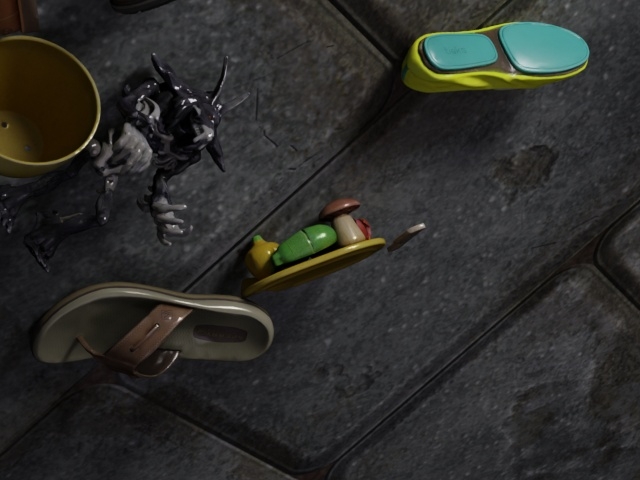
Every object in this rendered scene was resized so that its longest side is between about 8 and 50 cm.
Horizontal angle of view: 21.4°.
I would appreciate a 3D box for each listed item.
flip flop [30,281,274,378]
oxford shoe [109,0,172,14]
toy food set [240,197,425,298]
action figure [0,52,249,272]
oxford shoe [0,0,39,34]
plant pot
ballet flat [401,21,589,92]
[{"bbox_3d":[-0.185,0.114,1.904,0.277,0.080,0.112,5,132,-17],"label":"flip flop"},{"bbox_3d":[-0.116,-0.299,1.558,0.227,0.083,0.096,-39,124,5],"label":"oxford shoe"},{"bbox_3d":[0.000,0.000,1.968,0.218,0.071,0.128,-20,172,-11],"label":"toy food set"},{"bbox_3d":[-0.184,-0.071,1.689,0.276,0.141,0.164,-32,131,-1],"label":"action figure"},{"bbox_3d":[-0.295,-0.256,1.463,0.076,0.076,0.212,-12,138,-10],"label":"oxford shoe"},{"bbox_3d":[-0.285,-0.112,1.595,0.134,0.134,0.095,-12,163,-27],"label":"plant pot"},{"bbox_3d":[0.190,-0.199,1.897,0.231,0.077,0.077,-6,155,-29],"label":"ballet flat"}]
